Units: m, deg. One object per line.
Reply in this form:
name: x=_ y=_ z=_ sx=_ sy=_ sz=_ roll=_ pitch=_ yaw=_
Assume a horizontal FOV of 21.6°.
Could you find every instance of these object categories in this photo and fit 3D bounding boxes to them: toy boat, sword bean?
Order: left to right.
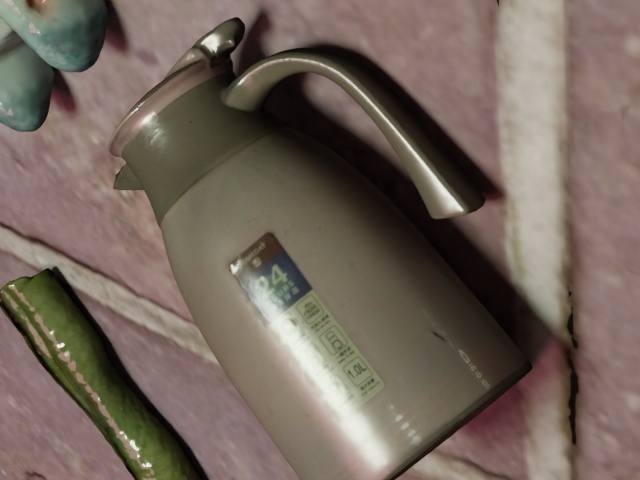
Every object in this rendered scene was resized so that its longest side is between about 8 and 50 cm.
toy boat: x=-0.193 y=-0.143 z=0.793 sx=0.208 sy=0.079 sz=0.134 roll=52 pitch=149 yaw=-4
sword bean: x=-0.094 y=0.129 z=0.969 sx=0.269 sy=0.038 sz=0.043 roll=53 pitch=172 yaw=-2

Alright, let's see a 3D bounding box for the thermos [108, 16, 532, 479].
thermos: x=0.000 y=0.000 z=0.693 sx=0.137 sy=0.105 sz=0.193 roll=-43 pitch=79 yaw=31
